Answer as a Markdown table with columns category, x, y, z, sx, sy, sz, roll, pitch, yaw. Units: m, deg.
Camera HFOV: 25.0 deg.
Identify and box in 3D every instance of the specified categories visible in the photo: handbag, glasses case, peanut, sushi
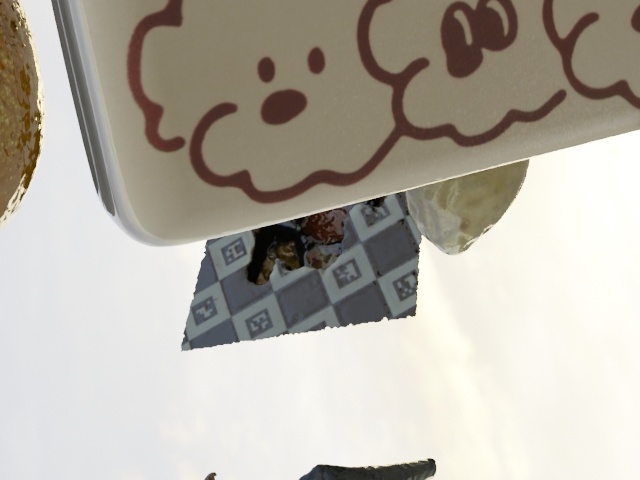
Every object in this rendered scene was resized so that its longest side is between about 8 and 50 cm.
| category | x | y | z | sx | sy | sz | roll | pitch | yaw |
| --- | --- | --- | --- | --- | --- | --- | --- | --- | --- |
| handbag | 0.002 | 0.332 | 1.666 | 0.175 | 0.270 | 0.089 | 4 | -128 | -54 |
| glasses case | 0.063 | -0.104 | 0.593 | 0.076 | 0.336 | 0.144 | -149 | 45 | -70 |
| peanut | 0.145 | -0.113 | 1.324 | 0.123 | 0.123 | 0.257 | 41 | -114 | -50 |
| sushi | 0.000 | 0.000 | 1.682 | 0.059 | 0.294 | 0.292 | 51 | -140 | -48 |

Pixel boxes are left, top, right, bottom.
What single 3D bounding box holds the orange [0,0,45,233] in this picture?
| category | x | y | z | sx | sy | sz | roll | pitch | yaw |
| --- | --- | --- | --- | --- | --- | --- | --- | --- | --- |
| orange | -0.311 | -0.092 | 0.951 | 0.274 | 0.274 | 0.274 | 50 | -152 | -39 |

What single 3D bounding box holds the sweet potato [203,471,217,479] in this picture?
| category | x | y | z | sx | sy | sz | roll | pitch | yaw |
| --- | --- | --- | --- | --- | --- | --- | --- | --- | --- |
| sweet potato | -0.160 | 0.354 | 1.921 | 0.026 | 0.115 | 0.026 | 20 | -152 | -11 |
